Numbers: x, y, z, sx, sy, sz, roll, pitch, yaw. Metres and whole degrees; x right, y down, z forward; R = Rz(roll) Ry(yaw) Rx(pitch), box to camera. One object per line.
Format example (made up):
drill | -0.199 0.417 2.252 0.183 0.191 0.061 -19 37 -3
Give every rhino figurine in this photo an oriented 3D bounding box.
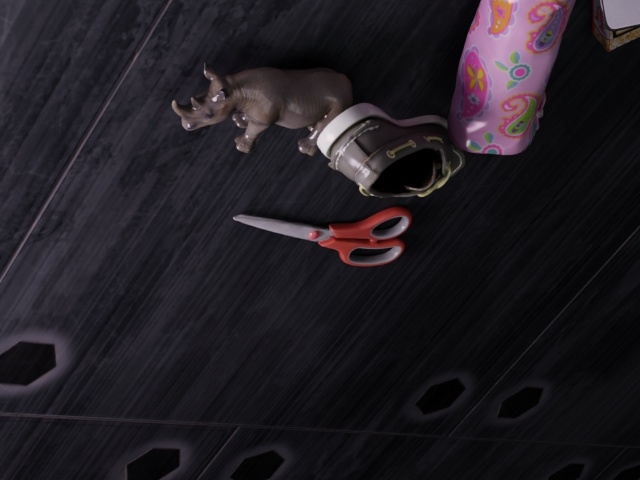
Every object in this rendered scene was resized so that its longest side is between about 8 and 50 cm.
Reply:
rhino figurine | -0.066 -0.159 1.588 0.243 0.073 0.106 -2 142 -36

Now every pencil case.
pencil case | 0.234 -0.230 1.660 0.124 0.124 0.284 -13 140 -21

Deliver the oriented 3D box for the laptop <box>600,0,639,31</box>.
laptop | 0.447 -0.406 1.349 0.381 0.236 0.408 -10 113 11

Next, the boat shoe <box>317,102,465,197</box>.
boat shoe | 0.106 -0.098 1.712 0.109 0.091 0.305 -46 158 21

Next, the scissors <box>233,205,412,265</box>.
scissors | 0.000 0.000 1.865 0.297 0.021 0.109 -4 139 -32

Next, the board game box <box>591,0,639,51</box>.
board game box | 0.410 -0.341 1.710 0.146 0.045 0.193 -24 143 -7
